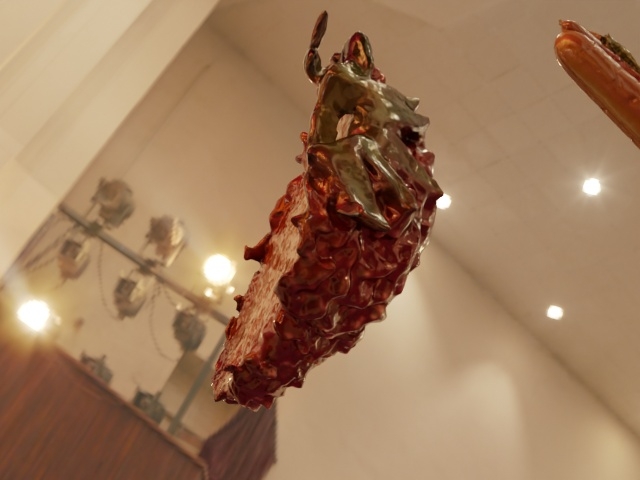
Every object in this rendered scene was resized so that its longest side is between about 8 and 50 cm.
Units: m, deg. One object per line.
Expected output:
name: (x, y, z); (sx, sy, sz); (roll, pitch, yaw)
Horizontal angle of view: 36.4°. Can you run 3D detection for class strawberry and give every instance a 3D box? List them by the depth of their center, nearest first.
strawberry: (0.006, 0.000, 0.534); (0.087, 0.167, 0.208); (14, -38, -10)

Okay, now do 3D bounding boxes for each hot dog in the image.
hot dog: (0.371, -0.186, 1.193); (0.235, 0.092, 0.062); (48, -51, 10)
